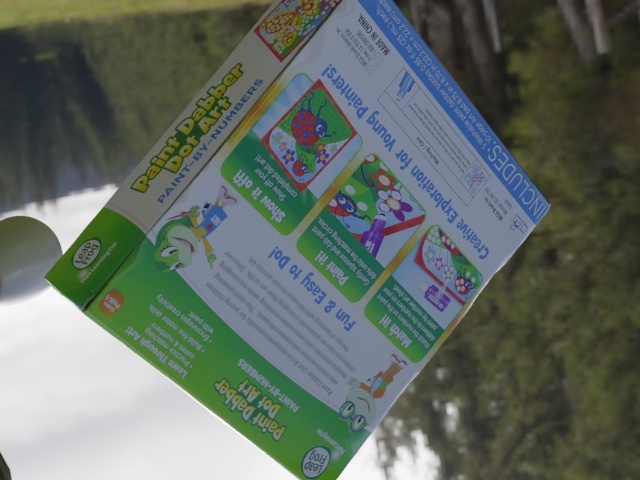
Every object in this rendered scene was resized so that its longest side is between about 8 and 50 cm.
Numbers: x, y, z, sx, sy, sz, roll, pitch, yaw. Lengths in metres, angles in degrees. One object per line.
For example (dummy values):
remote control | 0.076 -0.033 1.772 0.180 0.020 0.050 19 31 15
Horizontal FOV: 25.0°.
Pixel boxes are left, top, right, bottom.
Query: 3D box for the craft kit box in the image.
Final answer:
craft kit box | 0.000 0.000 0.874 0.061 0.250 0.247 28 -103 46

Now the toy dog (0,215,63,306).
toy dog | -0.343 0.006 1.102 0.220 0.161 0.334 -41 170 0

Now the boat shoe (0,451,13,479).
boat shoe | -0.309 0.167 0.772 0.307 0.111 0.104 -23 -168 -3
